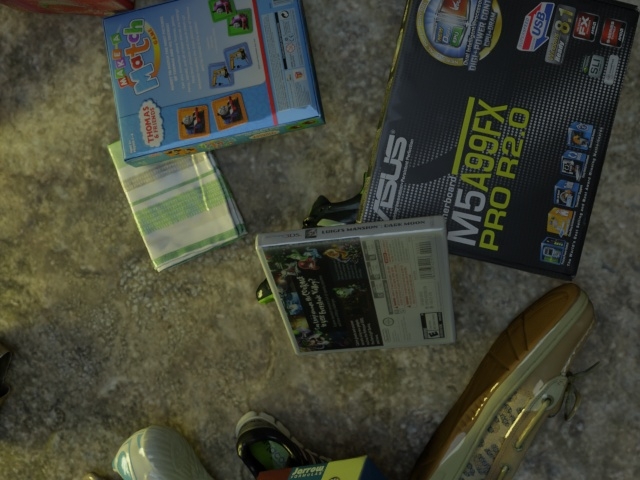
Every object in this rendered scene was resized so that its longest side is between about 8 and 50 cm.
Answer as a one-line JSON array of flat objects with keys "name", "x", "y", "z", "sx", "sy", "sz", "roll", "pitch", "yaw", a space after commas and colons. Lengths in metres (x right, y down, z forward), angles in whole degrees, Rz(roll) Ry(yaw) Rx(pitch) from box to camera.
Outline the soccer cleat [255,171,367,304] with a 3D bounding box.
[{"name": "soccer cleat", "x": 0.000, "y": 0.000, "z": 0.871, "sx": 0.179, "sy": 0.060, "sz": 0.072, "roll": -36, "pitch": 79, "yaw": 3}]

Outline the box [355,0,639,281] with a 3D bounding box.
[{"name": "box", "x": 0.167, "y": -0.114, "z": 0.809, "sx": 0.216, "sy": 0.060, "sz": 0.270, "roll": 13, "pitch": 92, "yaw": -3}]

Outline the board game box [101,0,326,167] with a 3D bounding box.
[{"name": "board game box", "x": -0.113, "y": -0.177, "z": 0.868, "sx": 0.211, "sy": 0.039, "sz": 0.160, "roll": -11, "pitch": 82, "yaw": 8}]

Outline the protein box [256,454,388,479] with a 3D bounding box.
[{"name": "protein box", "x": 0.016, "y": 0.345, "z": 0.768, "sx": 0.136, "sy": 0.200, "sz": 0.201, "roll": -20, "pitch": 119, "yaw": 35}]

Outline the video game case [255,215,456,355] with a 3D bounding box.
[{"name": "video game case", "x": 0.042, "y": 0.050, "z": 0.818, "sx": 0.173, "sy": 0.190, "sz": 0.022, "roll": -6, "pitch": 51, "yaw": 8}]

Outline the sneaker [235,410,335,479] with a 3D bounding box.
[{"name": "sneaker", "x": -0.025, "y": 0.249, "z": 0.879, "sx": 0.170, "sy": 0.075, "sz": 0.063, "roll": 38, "pitch": 98, "yaw": 4}]

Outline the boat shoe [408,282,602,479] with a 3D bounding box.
[{"name": "boat shoe", "x": 0.193, "y": 0.171, "z": 0.837, "sx": 0.089, "sy": 0.104, "sz": 0.285, "roll": 32, "pitch": 108, "yaw": 0}]

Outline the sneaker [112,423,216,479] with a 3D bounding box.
[{"name": "sneaker", "x": -0.133, "y": 0.305, "z": 0.904, "sx": 0.086, "sy": 0.085, "sz": 0.237, "roll": -36, "pitch": 91, "yaw": 34}]

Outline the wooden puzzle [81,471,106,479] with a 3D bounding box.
[{"name": "wooden puzzle", "x": -0.240, "y": 0.414, "z": 0.938, "sx": 0.221, "sy": 0.044, "sz": 0.239, "roll": 37, "pitch": 98, "yaw": 4}]

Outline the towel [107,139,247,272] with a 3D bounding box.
[{"name": "towel", "x": -0.157, "y": -0.054, "z": 0.903, "sx": 0.113, "sy": 0.023, "sz": 0.152, "roll": -22, "pitch": 91, "yaw": 8}]

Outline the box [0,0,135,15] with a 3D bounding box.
[{"name": "box", "x": -0.281, "y": -0.308, "z": 0.762, "sx": 0.142, "sy": 0.300, "sz": 0.154, "roll": 2, "pitch": 95, "yaw": 6}]

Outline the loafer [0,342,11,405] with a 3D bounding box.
[{"name": "loafer", "x": -0.382, "y": 0.179, "z": 0.935, "sx": 0.050, "sy": 0.056, "sz": 0.148, "roll": 10, "pitch": 96, "yaw": 14}]
